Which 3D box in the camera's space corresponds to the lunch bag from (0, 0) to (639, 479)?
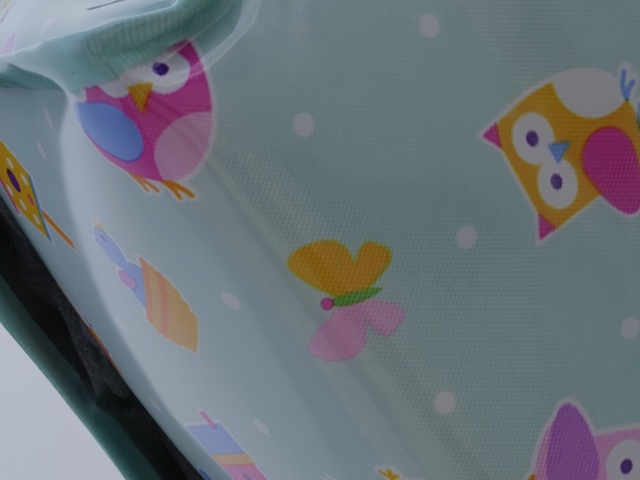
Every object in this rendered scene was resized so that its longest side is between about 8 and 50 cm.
[{"bbox_3d":[0.000,0.000,0.535,0.160,0.223,0.262,-43,20,-19],"label":"lunch bag"}]
